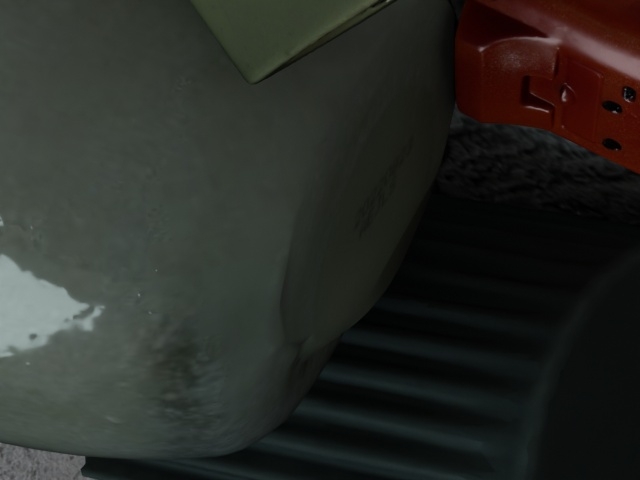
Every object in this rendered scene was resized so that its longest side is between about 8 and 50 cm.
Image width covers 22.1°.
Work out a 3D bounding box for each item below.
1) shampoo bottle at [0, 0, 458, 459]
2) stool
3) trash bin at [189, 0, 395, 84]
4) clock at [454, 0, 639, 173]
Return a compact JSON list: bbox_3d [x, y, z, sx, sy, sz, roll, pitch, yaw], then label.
[{"bbox_3d":[-0.109,-0.059,0.771,0.317,0.322,0.322,23,159,8],"label":"shampoo bottle"},{"bbox_3d":[0.071,0.108,0.954,0.330,0.297,0.297,4,145,47],"label":"stool"},{"bbox_3d":[-0.027,-0.190,0.517,0.247,0.121,0.243,58,157,-6],"label":"trash bin"},{"bbox_3d":[0.137,-0.069,0.745,0.155,0.061,0.113,26,159,17],"label":"clock"}]
